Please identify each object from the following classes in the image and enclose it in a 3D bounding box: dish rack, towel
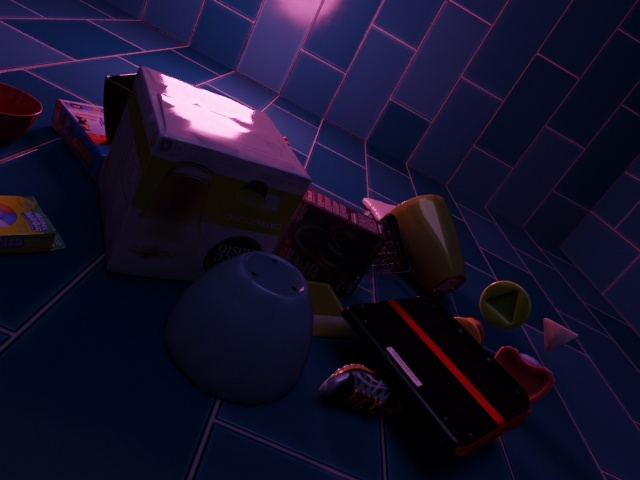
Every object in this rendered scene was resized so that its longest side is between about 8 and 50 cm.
[{"bbox_3d":[0.166,0.020,1.485,0.272,0.074,0.208,-2,71,-46],"label":"dish rack"},{"bbox_3d":[0.328,-0.103,2.050,0.282,0.049,0.187,13,28,-31],"label":"towel"}]

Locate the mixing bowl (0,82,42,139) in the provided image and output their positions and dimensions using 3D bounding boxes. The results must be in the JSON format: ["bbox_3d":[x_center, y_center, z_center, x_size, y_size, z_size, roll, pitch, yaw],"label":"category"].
[{"bbox_3d":[-0.791,-0.308,1.122,0.181,0.098,0.181,25,24,-12],"label":"mixing bowl"}]

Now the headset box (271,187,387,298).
[{"bbox_3d":[0.000,0.000,1.272,0.293,0.218,0.110,25,24,-13],"label":"headset box"}]

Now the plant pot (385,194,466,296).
[{"bbox_3d":[0.382,0.038,1.622,0.275,0.275,0.293,9,47,-38],"label":"plant pot"}]

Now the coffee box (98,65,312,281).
[{"bbox_3d":[-0.284,-0.131,1.063,0.338,0.334,0.338,12,32,-37],"label":"coffee box"}]

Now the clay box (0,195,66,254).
[{"bbox_3d":[-0.603,-0.031,0.854,0.127,0.053,0.222,44,28,27],"label":"clay box"}]

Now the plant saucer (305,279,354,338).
[{"bbox_3d":[-0.014,0.159,1.158,0.188,0.045,0.188,12,30,-35],"label":"plant saucer"}]

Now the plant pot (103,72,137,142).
[{"bbox_3d":[-0.460,-0.319,1.223,0.188,0.167,0.187,30,24,-3],"label":"plant pot"}]

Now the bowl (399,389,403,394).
[{"bbox_3d":[0.226,0.319,1.077,0.170,0.080,0.170,25,25,-13],"label":"bowl"}]

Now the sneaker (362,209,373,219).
[{"bbox_3d":[0.153,-0.020,1.650,0.108,0.100,0.271,38,30,-4],"label":"sneaker"}]

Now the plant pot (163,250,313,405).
[{"bbox_3d":[-0.128,0.136,0.892,0.290,0.195,0.290,25,25,-12],"label":"plant pot"}]

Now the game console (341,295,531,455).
[{"bbox_3d":[0.266,0.278,1.052,0.342,0.060,0.386,-1,38,-41],"label":"game console"}]

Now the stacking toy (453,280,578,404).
[{"bbox_3d":[0.524,0.276,1.278,0.309,0.279,0.130,43,16,30],"label":"stacking toy"}]

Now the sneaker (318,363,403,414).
[{"bbox_3d":[0.091,0.311,0.942,0.215,0.084,0.083,13,34,-35],"label":"sneaker"}]

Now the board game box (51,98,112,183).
[{"bbox_3d":[-0.558,-0.276,1.339,0.302,0.086,0.308,44,28,28],"label":"board game box"}]

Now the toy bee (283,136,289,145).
[{"bbox_3d":[-0.207,-0.345,1.776,0.298,0.162,0.195,43,-18,10],"label":"toy bee"}]
